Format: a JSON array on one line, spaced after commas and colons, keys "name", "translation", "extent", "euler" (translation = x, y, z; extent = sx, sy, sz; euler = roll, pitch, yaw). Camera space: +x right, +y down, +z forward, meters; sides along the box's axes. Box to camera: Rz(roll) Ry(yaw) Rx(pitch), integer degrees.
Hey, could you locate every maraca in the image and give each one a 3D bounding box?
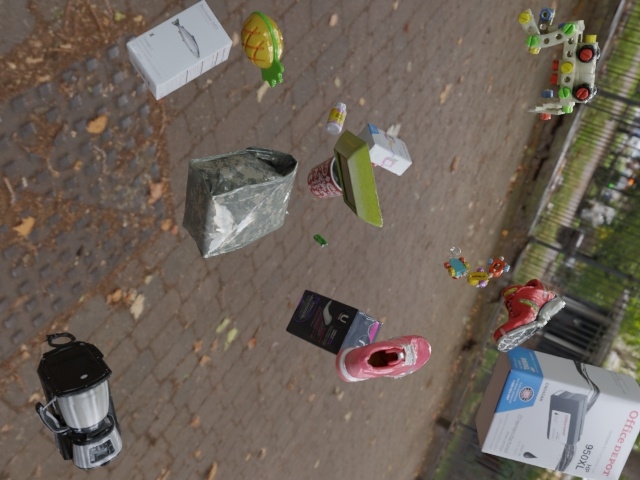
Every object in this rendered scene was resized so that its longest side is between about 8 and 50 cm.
[{"name": "maraca", "translation": [-0.140, -0.478, 1.614], "extent": [0.099, 0.127, 0.185], "euler": [-23, 99, -26]}]

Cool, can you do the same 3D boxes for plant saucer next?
[{"name": "plant saucer", "translation": [0.075, -0.134, 1.418], "extent": [0.188, 0.045, 0.188], "euler": [-123, -161, -68]}]

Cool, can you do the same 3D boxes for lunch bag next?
[{"name": "lunch bag", "translation": [-0.205, -0.114, 1.726], "extent": [0.287, 0.169, 0.235], "euler": [-17, 143, -30]}]

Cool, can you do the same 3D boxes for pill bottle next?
[{"name": "pill bottle", "translation": [0.043, -0.328, 1.722], "extent": [0.043, 0.043, 0.083], "euler": [78, 25, -60]}]

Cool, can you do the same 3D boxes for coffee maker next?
[{"name": "coffee maker", "translation": [-0.408, 0.273, 1.108], "extent": [0.171, 0.120, 0.178], "euler": [-119, -154, -57]}]

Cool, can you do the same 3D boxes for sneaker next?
[{"name": "sneaker", "translation": [0.457, 0.165, 1.494], "extent": [0.279, 0.118, 0.107], "euler": [-22, 157, -49]}, {"name": "sneaker", "translation": [0.201, 0.324, 1.756], "extent": [0.314, 0.136, 0.115], "euler": [-6, 79, -34]}]

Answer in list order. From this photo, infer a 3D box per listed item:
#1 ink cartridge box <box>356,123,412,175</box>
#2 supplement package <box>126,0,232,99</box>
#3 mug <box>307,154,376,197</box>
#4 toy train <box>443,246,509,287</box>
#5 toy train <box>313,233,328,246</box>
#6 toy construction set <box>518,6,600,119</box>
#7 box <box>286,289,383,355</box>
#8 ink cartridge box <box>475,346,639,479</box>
[{"name": "ink cartridge box", "translation": [0.158, -0.224, 1.594], "extent": [0.052, 0.122, 0.088], "euler": [-46, -143, 32]}, {"name": "supplement package", "translation": [-0.285, -0.383, 1.306], "extent": [0.179, 0.105, 0.105], "euler": [-36, -175, -13]}, {"name": "mug", "translation": [0.057, -0.162, 1.671], "extent": [0.169, 0.150, 0.113], "euler": [170, -76, -64]}, {"name": "toy train", "translation": [0.424, 0.080, 1.773], "extent": [0.125, 0.166, 0.046], "euler": [-52, 150, -40]}, {"name": "toy train", "translation": [0.000, 0.000, 2.052], "extent": [0.024, 0.083, 0.017], "euler": [-23, 118, -13]}, {"name": "toy construction set", "translation": [0.659, -0.481, 1.800], "extent": [0.151, 0.215, 0.327], "euler": [-47, 136, -42]}, {"name": "box", "translation": [0.043, 0.289, 2.147], "extent": [0.143, 0.270, 0.165], "euler": [33, 79, -41]}, {"name": "ink cartridge box", "translation": [0.685, 0.498, 1.858], "extent": [0.166, 0.395, 0.285], "euler": [-69, 173, -71]}]
